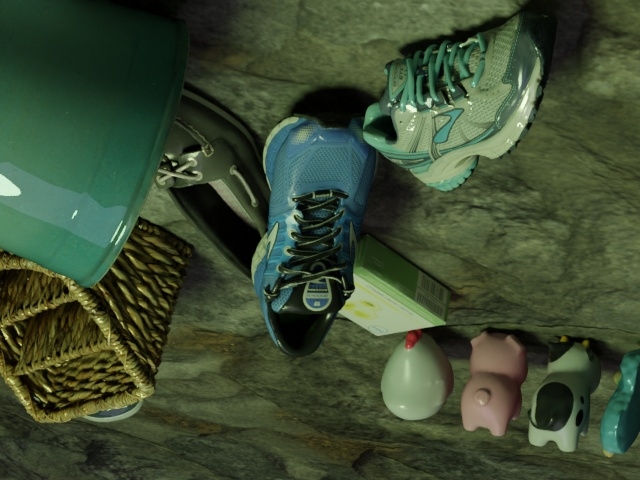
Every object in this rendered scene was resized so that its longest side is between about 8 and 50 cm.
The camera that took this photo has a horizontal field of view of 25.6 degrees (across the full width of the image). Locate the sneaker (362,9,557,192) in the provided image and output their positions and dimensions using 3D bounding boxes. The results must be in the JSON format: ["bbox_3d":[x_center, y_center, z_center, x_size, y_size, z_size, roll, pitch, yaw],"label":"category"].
[{"bbox_3d":[0.119,-0.130,1.301,0.122,0.110,0.283,22,153,-11],"label":"sneaker"}]

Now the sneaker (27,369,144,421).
[{"bbox_3d":[-0.412,0.229,2.317,0.226,0.086,0.163,9,157,12],"label":"sneaker"}]

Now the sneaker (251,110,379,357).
[{"bbox_3d":[0.000,0.000,1.504,0.130,0.147,0.330,-1,136,-10],"label":"sneaker"}]

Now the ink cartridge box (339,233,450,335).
[{"bbox_3d":[0.025,0.068,1.817,0.235,0.056,0.171,-15,144,41],"label":"ink cartridge box"}]

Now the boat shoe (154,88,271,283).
[{"bbox_3d":[-0.116,-0.057,1.573,0.112,0.095,0.335,-2,151,29],"label":"boat shoe"}]

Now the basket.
[{"bbox_3d":[-0.347,0.092,1.846,0.213,0.223,0.299,30,151,-32],"label":"basket"}]

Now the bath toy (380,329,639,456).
[{"bbox_3d":[0.249,0.179,1.860,0.348,0.151,0.129,6,116,20],"label":"bath toy"}]

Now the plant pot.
[{"bbox_3d":[-0.292,-0.123,1.305,0.255,0.271,0.272,20,154,-19],"label":"plant pot"}]
